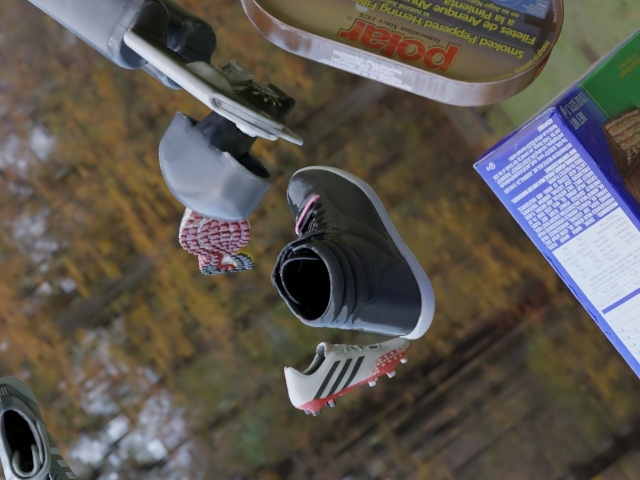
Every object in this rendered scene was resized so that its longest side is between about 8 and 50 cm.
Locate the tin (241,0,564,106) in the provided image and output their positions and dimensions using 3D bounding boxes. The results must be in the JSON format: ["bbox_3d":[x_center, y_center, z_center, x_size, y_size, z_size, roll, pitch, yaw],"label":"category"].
[{"bbox_3d":[0.043,-0.139,0.977,0.190,0.106,0.040,19,151,5],"label":"tin"}]

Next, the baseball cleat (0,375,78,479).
[{"bbox_3d":[-0.297,0.241,1.770,0.109,0.072,0.206,-120,7,-61],"label":"baseball cleat"}]

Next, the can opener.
[{"bbox_3d":[-0.113,-0.102,1.026,0.076,0.095,0.283,22,-170,-43],"label":"can opener"}]

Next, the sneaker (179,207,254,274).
[{"bbox_3d":[-0.133,-0.027,2.125,0.225,0.088,0.093,93,169,-73],"label":"sneaker"}]

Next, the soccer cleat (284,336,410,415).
[{"bbox_3d":[0.016,0.072,1.009,0.035,0.083,0.029,66,159,-9],"label":"soccer cleat"}]

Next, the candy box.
[{"bbox_3d":[0.334,-0.025,1.588,0.317,0.122,0.268,52,-135,-1],"label":"candy box"}]

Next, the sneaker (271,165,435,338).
[{"bbox_3d":[0.000,0.000,1.925,0.147,0.104,0.296,6,-148,-35],"label":"sneaker"}]
